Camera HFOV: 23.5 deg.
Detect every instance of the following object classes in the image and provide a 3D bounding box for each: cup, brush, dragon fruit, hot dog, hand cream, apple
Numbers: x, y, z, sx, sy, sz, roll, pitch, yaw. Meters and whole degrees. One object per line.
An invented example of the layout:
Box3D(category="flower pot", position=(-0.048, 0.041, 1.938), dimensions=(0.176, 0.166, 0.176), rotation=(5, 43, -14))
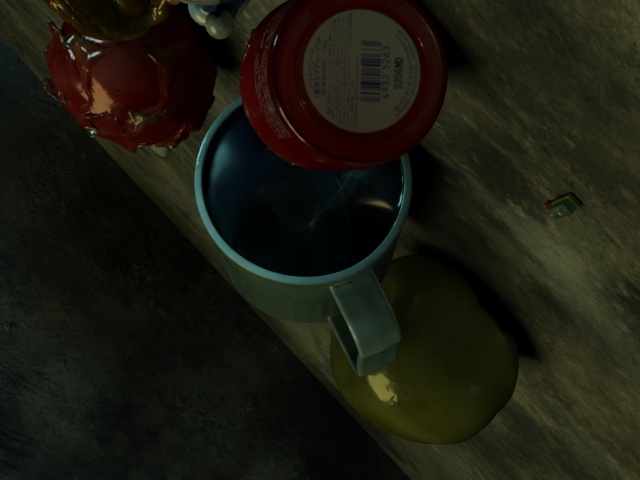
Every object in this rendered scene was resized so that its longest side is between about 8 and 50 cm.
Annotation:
Box3D(category="cup", position=(0.009, -0.018, 1.975), dimensions=(0.331, 0.256, 0.311), rotation=(34, 169, 8))
Box3D(category="brush", position=(0.249, -0.033, 1.623), dimensions=(0.019, 0.021, 0.083), rotation=(43, 170, -6))
Box3D(category="dragon fruit", position=(-0.266, -0.244, 2.199), dimensions=(0.252, 0.241, 0.241), rotation=(58, 170, 5))
Box3D(category="hot dog", position=(-0.293, -0.367, 1.998), dimensions=(0.259, 0.175, 0.114), rotation=(44, -178, -23))
Box3D(category="hand cream", position=(0.023, -0.163, 1.538), dimensions=(0.193, 0.193, 0.125), rotation=(47, 170, -12))
Box3D(category="apple", position=(0.147, 0.163, 2.181), dimensions=(0.279, 0.279, 0.279), rotation=(43, 169, 11))

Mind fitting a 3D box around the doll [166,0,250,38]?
Box3D(category="doll", position=(-0.126, -0.317, 1.613), dimensions=(0.257, 0.161, 0.215), rotation=(102, 148, -80))

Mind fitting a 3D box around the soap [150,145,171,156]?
Box3D(category="soap", position=(-0.286, -0.256, 2.538), dimensions=(0.173, 0.095, 0.289), rotation=(45, 168, 3))
